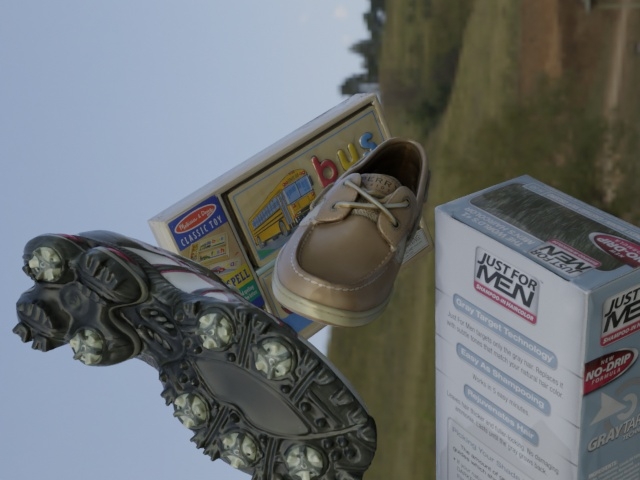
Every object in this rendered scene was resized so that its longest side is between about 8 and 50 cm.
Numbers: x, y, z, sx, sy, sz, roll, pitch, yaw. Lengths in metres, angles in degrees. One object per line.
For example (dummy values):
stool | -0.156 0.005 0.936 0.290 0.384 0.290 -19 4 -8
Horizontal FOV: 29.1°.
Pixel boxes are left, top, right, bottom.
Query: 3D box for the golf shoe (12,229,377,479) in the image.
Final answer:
golf shoe | -0.069 0.063 0.818 0.120 0.273 0.105 -25 -39 -62

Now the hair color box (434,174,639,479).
hair color box | 0.198 0.152 1.084 0.114 0.185 0.374 -20 -57 -28

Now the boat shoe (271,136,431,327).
boat shoe | 0.039 -0.020 1.271 0.341 0.122 0.110 -58 -13 -63

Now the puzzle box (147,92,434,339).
puzzle box | -0.028 -0.009 1.791 0.409 0.052 0.272 -35 -68 -29
